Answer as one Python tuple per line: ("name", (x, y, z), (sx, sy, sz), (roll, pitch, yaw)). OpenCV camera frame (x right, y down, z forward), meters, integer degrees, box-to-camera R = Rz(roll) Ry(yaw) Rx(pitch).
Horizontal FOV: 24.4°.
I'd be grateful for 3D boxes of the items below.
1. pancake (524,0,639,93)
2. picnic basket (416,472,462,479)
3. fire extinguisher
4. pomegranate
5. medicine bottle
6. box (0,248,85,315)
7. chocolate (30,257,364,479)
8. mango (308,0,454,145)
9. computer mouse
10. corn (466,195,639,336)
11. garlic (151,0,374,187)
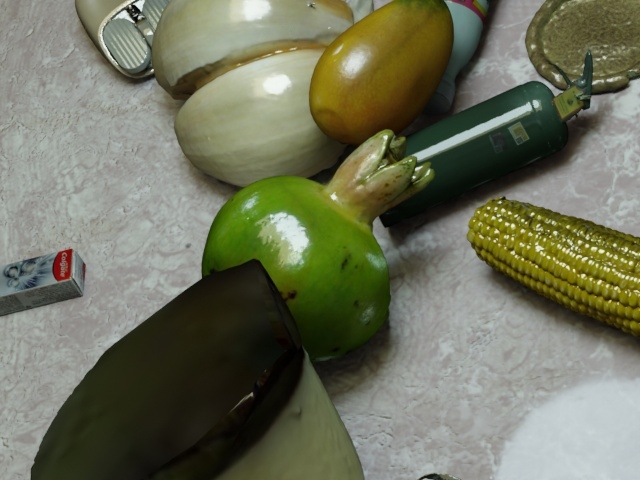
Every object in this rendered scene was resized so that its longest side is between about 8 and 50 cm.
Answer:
("pancake", (0.358, -0.265, 1.892), (0.199, 0.021, 0.199), (-11, 54, 16))
("picnic basket", (0.124, 0.286, 1.566), (0.072, 0.072, 0.083), (5, 58, 25))
("fire extinguisher", (0.200, -0.126, 1.802), (0.311, 0.114, 0.095), (-22, 13, 5))
("pomegranate", (0.000, 0.000, 1.704), (0.302, 0.236, 0.236), (-52, 48, 17))
("medicine bottle", (0.165, -0.273, 1.932), (0.090, 0.090, 0.216), (6, 66, 26))
("box", (-0.418, 0.065, 1.965), (0.218, 0.039, 0.055), (-14, 51, 12))
("chocolate", (-0.096, 0.239, 1.554), (0.326, 0.297, 0.314), (-41, 25, 5))
("mango", (0.080, -0.206, 1.802), (0.120, 0.151, 0.221), (32, 63, 34))
("computer mouse", (-0.277, -0.335, 2.167), (0.145, 0.082, 0.236), (-32, 49, -2))
("corn", (0.306, 0.033, 1.646), (0.318, 0.115, 0.115), (20, 66, 33))
("garlic", (-0.084, -0.218, 1.946), (0.313, 0.286, 0.249), (-5, 10, 12))
